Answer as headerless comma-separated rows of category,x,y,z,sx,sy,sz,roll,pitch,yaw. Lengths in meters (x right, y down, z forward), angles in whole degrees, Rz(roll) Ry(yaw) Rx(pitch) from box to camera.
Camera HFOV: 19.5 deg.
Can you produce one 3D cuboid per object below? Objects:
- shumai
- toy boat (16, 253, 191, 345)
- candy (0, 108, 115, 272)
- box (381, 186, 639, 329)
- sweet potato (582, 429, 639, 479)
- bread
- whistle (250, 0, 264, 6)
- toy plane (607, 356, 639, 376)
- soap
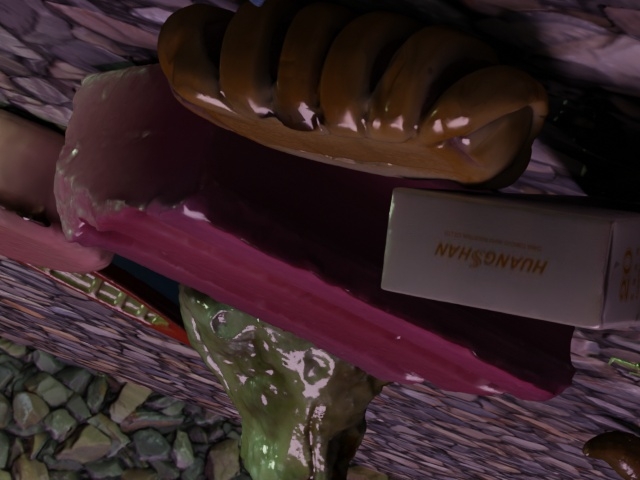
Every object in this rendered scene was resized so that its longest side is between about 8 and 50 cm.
shumai,-0.034,0.131,1.779,0.260,0.222,0.225,32,166,-31
toy boat,-0.265,0.009,1.927,0.392,0.079,0.136,26,164,-23
candy,-0.286,-0.049,1.661,0.255,0.094,0.255,19,168,4
box,0.162,0.009,1.109,0.149,0.067,0.233,7,-176,36
sweet potato,0.400,0.262,2.037,0.274,0.067,0.067,23,168,-22
bread,0.023,-0.086,1.047,0.225,0.081,0.134,11,170,26
whistle,-0.080,-0.185,0.817,0.062,0.062,0.304,11,166,35
toy plane,0.302,0.119,1.604,0.102,0.040,0.111,19,167,-3
soap,0.000,0.000,1.350,0.359,0.128,0.233,27,165,-33
